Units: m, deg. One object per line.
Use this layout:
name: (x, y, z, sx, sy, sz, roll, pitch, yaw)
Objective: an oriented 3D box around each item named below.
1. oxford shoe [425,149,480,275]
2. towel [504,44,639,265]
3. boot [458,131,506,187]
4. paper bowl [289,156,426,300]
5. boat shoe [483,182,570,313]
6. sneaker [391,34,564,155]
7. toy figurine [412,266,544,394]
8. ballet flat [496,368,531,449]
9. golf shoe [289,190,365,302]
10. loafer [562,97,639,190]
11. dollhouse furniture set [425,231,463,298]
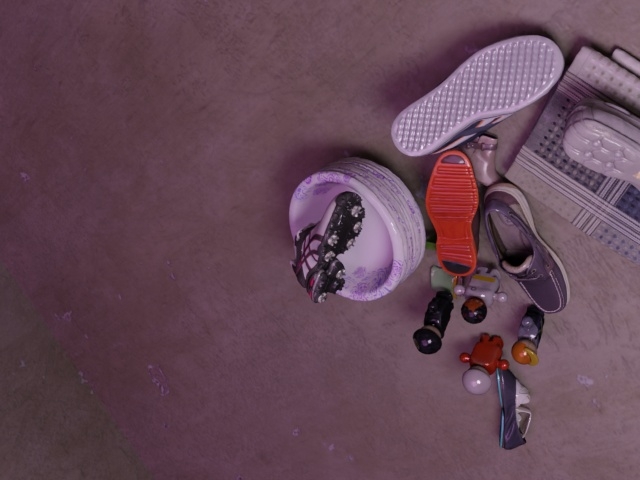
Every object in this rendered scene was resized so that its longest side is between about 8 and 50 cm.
oxford shoe: (0.256, -0.066, 1.725, 0.097, 0.098, 0.271, 7, 130, 17)
towel: (0.506, -0.139, 1.543, 0.324, 0.056, 0.312, 36, 136, 12)
boot: (0.307, -0.153, 1.690, 0.118, 0.042, 0.087, 28, 123, 13)
paper bowl: (0.086, -0.033, 1.854, 0.284, 0.148, 0.284, 24, 130, 31)
boat shoe: (0.373, 0.031, 1.699, 0.103, 0.092, 0.285, -12, 117, 38)
sneaker: (0.278, -0.254, 1.599, 0.321, 0.127, 0.126, -26, 86, 26)
toy figurine: (0.313, 0.179, 1.789, 0.213, 0.148, 0.209, 43, 135, -10)
ballet flat: (0.404, 0.345, 1.911, 0.074, 0.074, 0.203, 8, 115, 35)
golf shoe: (0.000, 0.000, 1.773, 0.120, 0.105, 0.273, 43, 137, 25)
loafer: (0.527, -0.121, 1.422, 0.319, 0.111, 0.112, 30, 143, -6)
dollhouse furniture set: (0.247, 0.060, 1.855, 0.076, 0.058, 0.151, 14, 124, 32)
